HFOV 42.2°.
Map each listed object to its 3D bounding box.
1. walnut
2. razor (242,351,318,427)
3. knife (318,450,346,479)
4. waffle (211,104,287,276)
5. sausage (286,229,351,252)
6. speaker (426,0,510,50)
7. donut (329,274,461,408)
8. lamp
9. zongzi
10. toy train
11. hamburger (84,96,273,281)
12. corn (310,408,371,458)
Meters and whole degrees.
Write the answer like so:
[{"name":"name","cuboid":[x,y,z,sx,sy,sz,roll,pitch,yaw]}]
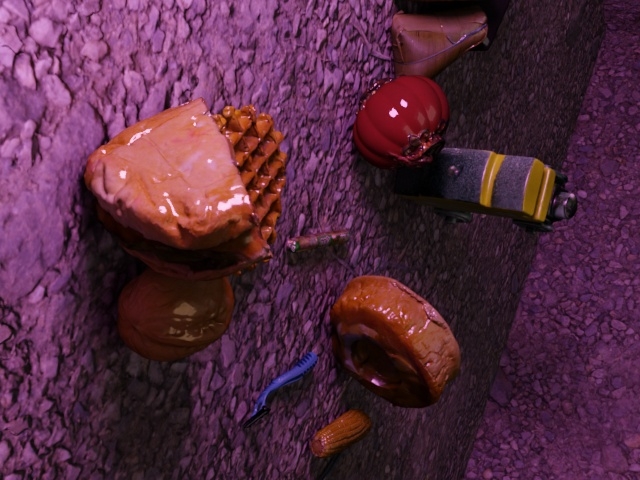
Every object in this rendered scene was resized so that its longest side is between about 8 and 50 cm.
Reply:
[{"name":"walnut","cuboid":[-0.220,0.104,1.264,0.207,0.159,0.159,-17,115,-62]},{"name":"razor","cuboid":[-0.076,0.299,1.730,0.082,0.042,0.253,-44,175,36]},{"name":"knife","cuboid":[0.013,0.578,2.037,0.210,0.015,0.028,-48,146,-43]},{"name":"waffle","cuboid":[-0.138,-0.087,1.434,0.260,0.069,0.293,-5,103,-64]},{"name":"sausage","cuboid":[0.000,0.000,1.757,0.269,0.033,0.032,-10,110,-60]},{"name":"speaker","cuboid":[0.372,-0.660,2.049,0.184,0.180,0.388,55,52,-46]},{"name":"donut","cuboid":[0.152,0.239,1.873,0.160,0.330,0.330,-44,139,-29]},{"name":"lamp","cuboid":[0.179,-0.249,1.796,0.227,0.227,0.226,-33,129,-53]},{"name":"zongzi","cuboid":[0.277,-0.415,1.936,0.115,0.228,0.256,-112,-166,-55]},{"name":"toy train","cuboid":[0.395,-0.131,2.041,0.272,0.442,0.179,19,84,-49]},{"name":"hamburger","cuboid":[-0.212,-0.061,1.148,0.209,0.330,0.162,-18,136,-11]},{"name":"corn","cuboid":[0.049,0.462,1.994,0.231,0.080,0.080,-7,107,-59]}]
